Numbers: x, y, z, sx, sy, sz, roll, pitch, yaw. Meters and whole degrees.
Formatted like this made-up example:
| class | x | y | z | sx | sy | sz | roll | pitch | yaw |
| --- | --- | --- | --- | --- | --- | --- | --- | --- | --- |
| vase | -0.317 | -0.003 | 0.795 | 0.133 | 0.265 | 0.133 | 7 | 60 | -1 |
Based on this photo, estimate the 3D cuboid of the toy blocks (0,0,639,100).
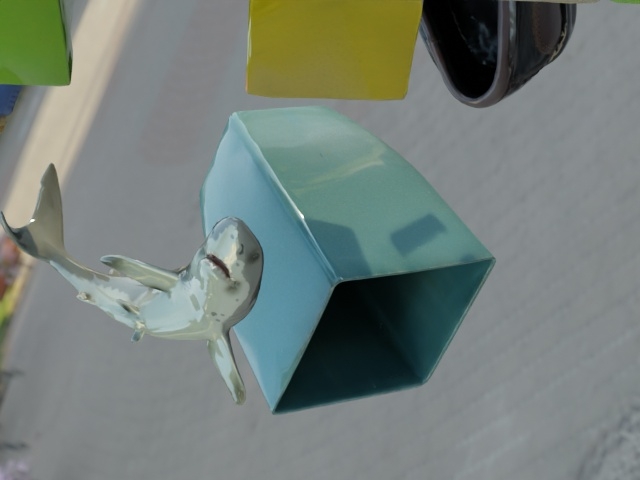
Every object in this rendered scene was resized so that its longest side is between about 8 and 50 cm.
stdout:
| class | x | y | z | sx | sy | sz | roll | pitch | yaw |
| --- | --- | --- | --- | --- | --- | --- | --- | --- | --- |
| toy blocks | -0.063 | -0.203 | 0.456 | 0.191 | 0.381 | 0.261 | 97 | 174 | -60 |

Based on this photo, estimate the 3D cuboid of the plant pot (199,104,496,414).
| class | x | y | z | sx | sy | sz | roll | pitch | yaw |
| --- | --- | --- | --- | --- | --- | --- | --- | --- | --- |
| plant pot | 0.000 | 0.000 | 1.427 | 0.234 | 0.165 | 0.166 | 57 | 138 | 34 |

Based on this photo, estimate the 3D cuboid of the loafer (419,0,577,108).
| class | x | y | z | sx | sy | sz | roll | pitch | yaw |
| --- | --- | --- | --- | --- | --- | --- | --- | --- | --- |
| loafer | 0.068 | -0.216 | 0.909 | 0.109 | 0.303 | 0.095 | -6 | 29 | 31 |

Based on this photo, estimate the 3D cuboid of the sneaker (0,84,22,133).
| class | x | y | z | sx | sy | sz | roll | pitch | yaw |
| --- | --- | --- | --- | --- | --- | --- | --- | --- | --- |
| sneaker | -0.199 | -0.162 | 0.771 | 0.131 | 0.111 | 0.296 | -14 | -61 | -64 |

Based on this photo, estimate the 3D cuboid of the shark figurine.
| class | x | y | z | sx | sy | sz | roll | pitch | yaw |
| --- | --- | --- | --- | --- | --- | --- | --- | --- | --- |
| shark figurine | -0.114 | 0.022 | 1.265 | 0.278 | 0.166 | 0.116 | 8 | 42 | 42 |
